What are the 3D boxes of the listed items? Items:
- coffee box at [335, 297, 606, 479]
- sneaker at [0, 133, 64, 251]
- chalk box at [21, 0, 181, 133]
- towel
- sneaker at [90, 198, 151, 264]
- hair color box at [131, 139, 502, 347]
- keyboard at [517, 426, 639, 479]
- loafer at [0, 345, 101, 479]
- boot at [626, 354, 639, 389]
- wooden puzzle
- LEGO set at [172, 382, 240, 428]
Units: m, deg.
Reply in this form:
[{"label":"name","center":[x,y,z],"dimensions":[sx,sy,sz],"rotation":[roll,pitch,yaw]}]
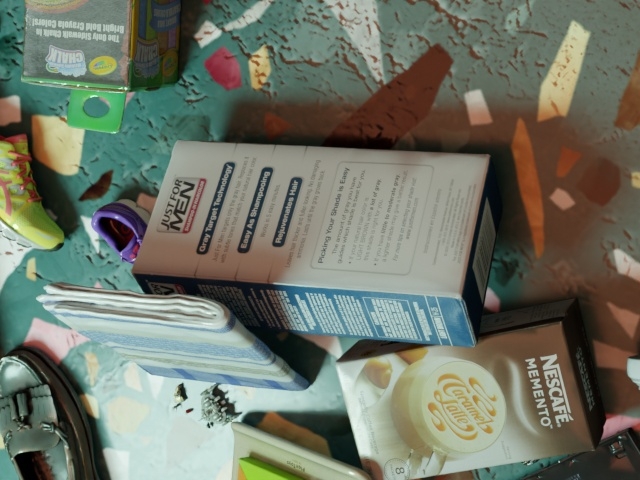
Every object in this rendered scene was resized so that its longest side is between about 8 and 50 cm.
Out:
[{"label":"coffee box","center":[0.157,0.157,1.495],"dimensions":[0.246,0.098,0.141],"rotation":[-14,96,21]},{"label":"sneaker","center":[-0.361,-0.076,1.651],"dimensions":[0.094,0.081,0.208],"rotation":[-43,89,7]},{"label":"chalk box","center":[-0.234,-0.226,1.555],"dimensions":[0.132,0.132,0.213],"rotation":[8,102,17]},{"label":"towel","center":[-0.144,0.105,1.510],"dimensions":[0.209,0.285,0.034],"rotation":[5,73,19]},{"label":"sneaker","center":[-0.190,0.021,1.610],"dimensions":[0.170,0.071,0.068],"rotation":[34,108,10]},{"label":"hair color box","center":[0.000,0.000,1.481],"dimensions":[0.347,0.105,0.174],"rotation":[4,58,18]},{"label":"keyboard","center":[0.258,0.253,1.518],"dimensions":[0.180,0.023,0.108],"rotation":[-30,94,20]},{"label":"loafer","center":[-0.317,0.254,1.682],"dimensions":[0.096,0.084,0.268],"rotation":[-22,91,21]},{"label":"boot","center":[0.427,0.180,1.407],"dimensions":[0.258,0.095,0.123],"rotation":[5,93,17]},{"label":"wooden puzzle","center":[-0.034,0.335,1.572],"dimensions":[0.221,0.044,0.239],"rotation":[13,106,45]},{"label":"LEGO set","center":[-0.134,0.191,1.642],"dimensions":[0.083,0.023,0.054],"rotation":[-4,97,19]}]
